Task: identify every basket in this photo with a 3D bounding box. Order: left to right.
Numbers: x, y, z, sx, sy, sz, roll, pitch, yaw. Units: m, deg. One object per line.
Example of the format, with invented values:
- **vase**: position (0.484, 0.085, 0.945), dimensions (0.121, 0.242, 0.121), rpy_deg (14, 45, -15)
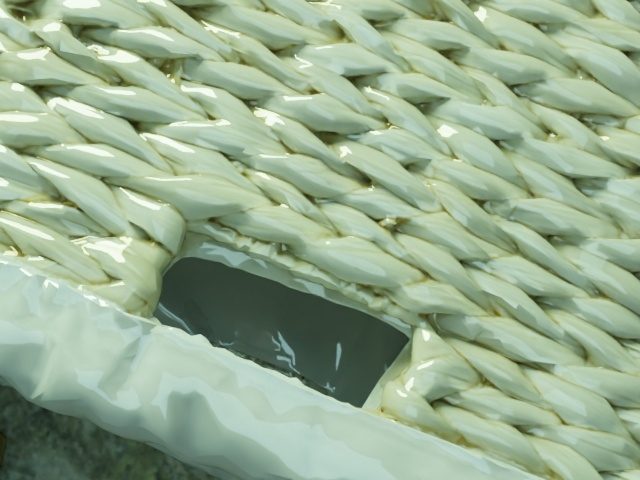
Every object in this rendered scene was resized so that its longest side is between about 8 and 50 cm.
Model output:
- **basket**: position (0.000, 0.000, 0.509), dimensions (0.328, 0.331, 0.266), rpy_deg (23, 77, 1)

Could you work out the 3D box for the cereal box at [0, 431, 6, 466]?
- **cereal box**: position (-0.324, 0.179, 0.589), dimensions (0.240, 0.047, 0.173), rpy_deg (8, 71, -1)
